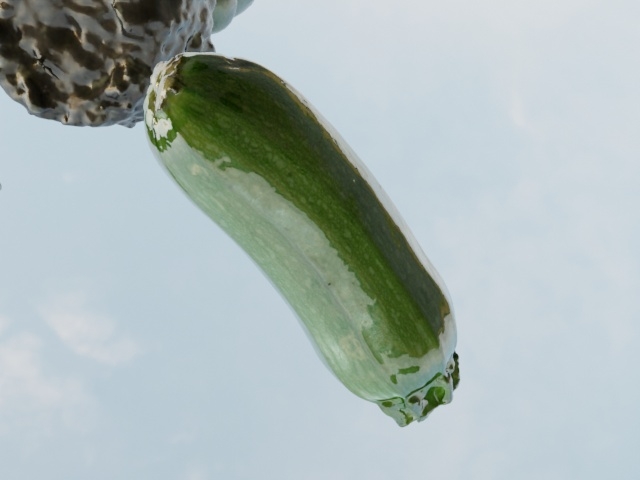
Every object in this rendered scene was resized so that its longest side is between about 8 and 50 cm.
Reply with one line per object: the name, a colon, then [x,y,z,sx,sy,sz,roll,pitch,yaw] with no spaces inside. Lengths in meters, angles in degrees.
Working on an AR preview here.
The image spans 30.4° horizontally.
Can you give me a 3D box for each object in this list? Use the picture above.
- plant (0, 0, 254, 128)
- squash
plant: [-0.128,-0.169,0.850,0.146,0.149,0.274,25,-158,1]
squash: [0.000,0.000,0.537,0.219,0.068,0.077,54,-138,-26]
